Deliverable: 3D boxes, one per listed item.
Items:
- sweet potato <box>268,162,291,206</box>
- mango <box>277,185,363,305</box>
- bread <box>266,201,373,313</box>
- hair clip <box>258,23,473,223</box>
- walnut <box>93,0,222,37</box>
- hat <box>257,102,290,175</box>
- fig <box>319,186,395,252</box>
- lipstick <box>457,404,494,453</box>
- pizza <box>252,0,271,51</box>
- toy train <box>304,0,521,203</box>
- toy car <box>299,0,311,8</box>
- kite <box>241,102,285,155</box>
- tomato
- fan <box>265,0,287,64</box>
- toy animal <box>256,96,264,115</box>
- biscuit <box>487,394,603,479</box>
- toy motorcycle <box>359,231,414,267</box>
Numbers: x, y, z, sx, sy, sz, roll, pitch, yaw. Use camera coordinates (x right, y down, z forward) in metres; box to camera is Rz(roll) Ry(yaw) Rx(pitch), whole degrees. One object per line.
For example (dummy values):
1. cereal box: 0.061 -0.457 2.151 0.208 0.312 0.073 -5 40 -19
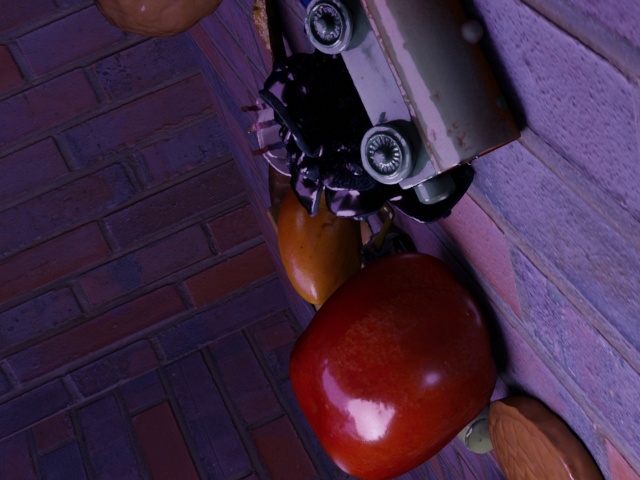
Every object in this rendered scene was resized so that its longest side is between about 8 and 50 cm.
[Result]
1. sweet potato: -0.057 -0.151 2.448 0.130 0.130 0.422 -122 17 -46
2. mango: 0.000 0.000 1.967 0.257 0.138 0.187 -72 -34 -50
3. bread: 0.011 0.009 2.317 0.264 0.168 0.163 -123 10 -64
4. hair clip: 0.042 -0.148 1.408 0.310 0.206 0.194 58 174 34
5. walnut: -0.295 -0.551 2.054 0.383 0.384 0.383 155 90 -82
6. hat: 0.016 -0.169 1.732 0.203 0.203 0.126 62 -168 22
7. fig: 0.049 -0.099 1.856 0.186 0.148 0.142 28 162 12
8. lipstick: 0.223 0.259 1.966 0.304 0.076 0.076 -126 13 -59
9. pizza: -0.104 -0.414 2.139 0.160 0.036 0.099 70 -167 -62
10. toy train: 0.101 -0.186 1.198 0.177 0.116 0.285 -25 87 41
11. toy car: -0.037 -0.416 1.657 0.216 0.063 0.103 68 171 -15
12. kite: -0.003 -0.185 1.649 0.015 0.245 0.141 -16 -86 -64
13. tomato: 0.106 0.186 1.673 0.293 0.290 0.325 64 157 12
14. fan: -0.070 -0.303 2.073 0.229 0.011 0.335 57 -154 -76
15. toy animal: -0.038 -0.194 2.211 0.131 0.104 0.221 73 169 -51
16. biscuit: 0.341 0.389 1.612 0.365 0.062 0.385 64 172 6
17. toy motorcycle: 0.150 0.101 1.929 0.263 0.091 0.157 64 180 27
